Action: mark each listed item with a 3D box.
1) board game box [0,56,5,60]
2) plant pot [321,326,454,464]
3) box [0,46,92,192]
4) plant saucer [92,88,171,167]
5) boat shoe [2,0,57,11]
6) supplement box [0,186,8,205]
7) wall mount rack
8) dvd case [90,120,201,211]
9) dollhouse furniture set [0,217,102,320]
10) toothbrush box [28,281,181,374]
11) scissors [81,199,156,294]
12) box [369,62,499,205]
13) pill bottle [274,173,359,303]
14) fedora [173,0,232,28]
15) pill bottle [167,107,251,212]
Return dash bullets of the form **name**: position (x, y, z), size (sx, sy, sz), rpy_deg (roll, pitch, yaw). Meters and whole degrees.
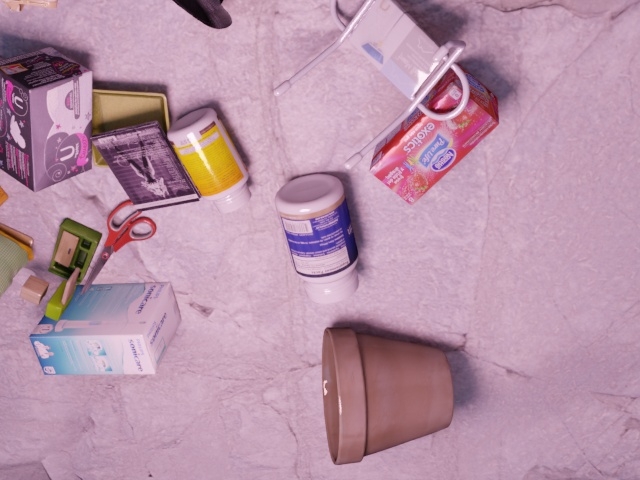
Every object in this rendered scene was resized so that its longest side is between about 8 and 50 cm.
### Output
- **board game box**: position (-0.788, -0.344, 1.839), size (0.305, 0.053, 0.193), rpy_deg (26, 124, -6)
- **plant pot**: position (0.157, 0.357, 1.986), size (0.280, 0.323, 0.323), rpy_deg (-4, 123, -6)
- **box**: position (-0.583, -0.254, 1.766), size (0.142, 0.163, 0.247), rpy_deg (32, 131, 24)
- **plant saucer**: position (-0.413, -0.248, 1.833), size (0.188, 0.045, 0.188), rpy_deg (5, 124, 8)
- **boat shoe**: position (-0.617, -0.494, 1.703), size (0.170, 0.063, 0.059), rpy_deg (3, 117, 9)
- **supplement box**: position (-0.840, -0.162, 1.953), size (0.078, 0.080, 0.233), rpy_deg (-19, 119, 24)
- **wall mount rack**: position (0.092, -0.321, 1.561), size (0.350, 0.130, 0.304), rpy_deg (47, 121, 12)
- **dvd case**: position (-0.381, -0.159, 1.843), size (0.164, 0.018, 0.221), rpy_deg (-9, 131, 19)
- **dollhouse furniture set**: position (-0.708, 0.028, 1.977), size (0.301, 0.197, 0.151), rpy_deg (25, 125, -6)
- **toothbrush box**: position (-0.520, 0.214, 2.052), size (0.295, 0.216, 0.126), rpy_deg (-4, 122, 12)
- **scissors**: position (-0.517, 0.016, 2.018), size (0.297, 0.021, 0.109), rpy_deg (-38, 114, 21)
- **box**: position (0.228, -0.212, 1.682), size (0.122, 0.128, 0.257), rpy_deg (37, 121, -13)
- **pill bottle**: position (0.000, 0.000, 1.849), size (0.153, 0.153, 0.264), rpy_deg (-5, 122, 14)
- **fedora**: position (-0.255, -0.546, 1.523), size (0.334, 0.334, 0.152), rpy_deg (42, 87, -16)
- **pill bottle**: position (-0.232, -0.169, 1.806), size (0.117, 0.117, 0.215), rpy_deg (-17, 117, 21)
